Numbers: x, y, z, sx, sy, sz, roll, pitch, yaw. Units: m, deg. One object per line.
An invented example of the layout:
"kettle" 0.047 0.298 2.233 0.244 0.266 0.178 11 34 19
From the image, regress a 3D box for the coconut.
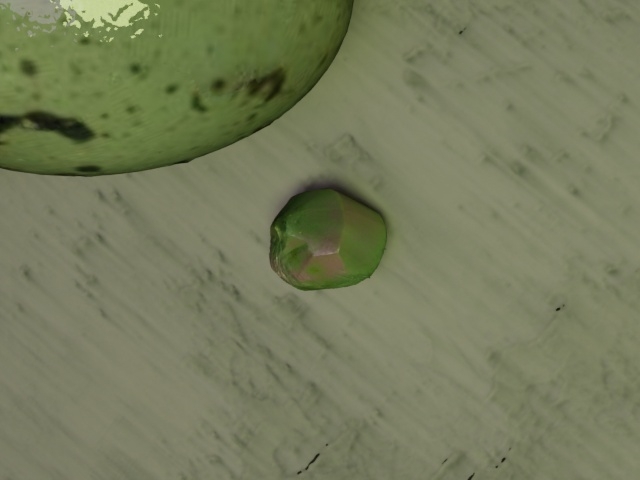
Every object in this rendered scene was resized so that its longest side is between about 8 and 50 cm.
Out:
"coconut" 0.000 0.000 1.452 0.082 0.081 0.083 -52 42 24

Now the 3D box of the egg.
"egg" -0.165 -0.187 1.341 0.379 0.287 0.287 1 106 4
